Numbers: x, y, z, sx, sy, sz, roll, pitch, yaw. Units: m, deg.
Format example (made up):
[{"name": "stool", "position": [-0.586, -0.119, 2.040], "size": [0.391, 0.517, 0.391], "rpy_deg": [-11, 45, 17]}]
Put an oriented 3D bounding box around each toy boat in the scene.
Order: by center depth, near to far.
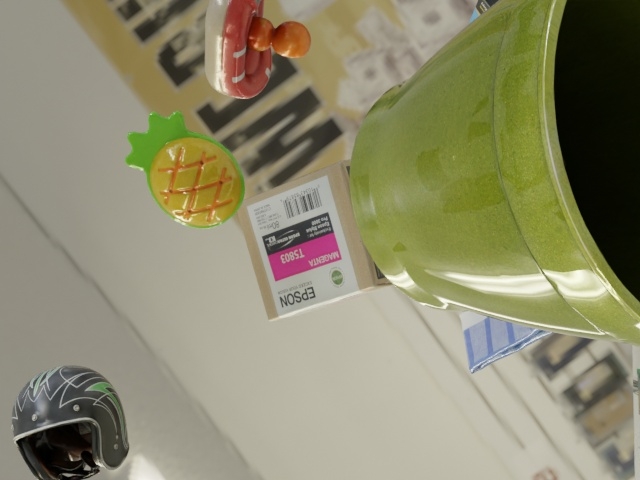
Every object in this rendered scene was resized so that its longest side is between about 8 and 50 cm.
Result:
[{"name": "toy boat", "position": [-0.088, -0.308, 2.086], "size": [0.231, 0.151, 0.151], "rpy_deg": [98, -173, -60]}]

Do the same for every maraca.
[{"name": "maraca", "position": [-0.189, -0.098, 1.947], "size": [0.186, 0.127, 0.099], "rpy_deg": [46, -175, -14]}]

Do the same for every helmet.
[{"name": "helmet", "position": [-0.362, 0.258, 1.994], "size": [0.169, 0.169, 0.162], "rpy_deg": [-103, -11, -72]}]

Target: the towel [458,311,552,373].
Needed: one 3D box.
[{"name": "towel", "position": [0.221, 0.013, 1.832], "size": [0.209, 0.034, 0.285], "rpy_deg": [140, 125, -58]}]

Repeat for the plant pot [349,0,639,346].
[{"name": "plant pot", "position": [0.215, -0.067, 1.229], "size": [0.366, 0.366, 0.353], "rpy_deg": [52, 149, -16]}]

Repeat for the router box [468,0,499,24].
[{"name": "router box", "position": [0.249, -0.210, 1.657], "size": [0.179, 0.046, 0.133], "rpy_deg": [54, 170, 9]}]

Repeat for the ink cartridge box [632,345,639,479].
[{"name": "ink cartridge box", "position": [0.423, 0.166, 1.491], "size": [0.092, 0.160, 0.220], "rpy_deg": [10, 104, 62]}]

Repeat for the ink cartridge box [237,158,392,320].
[{"name": "ink cartridge box", "position": [0.000, 0.000, 2.064], "size": [0.088, 0.234, 0.193], "rpy_deg": [-11, -97, -48]}]
